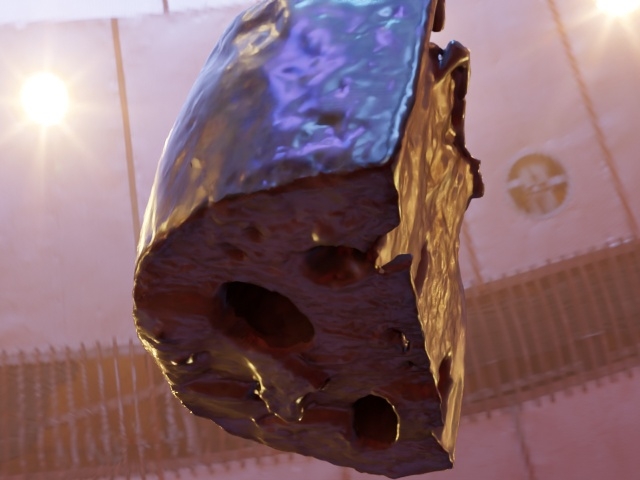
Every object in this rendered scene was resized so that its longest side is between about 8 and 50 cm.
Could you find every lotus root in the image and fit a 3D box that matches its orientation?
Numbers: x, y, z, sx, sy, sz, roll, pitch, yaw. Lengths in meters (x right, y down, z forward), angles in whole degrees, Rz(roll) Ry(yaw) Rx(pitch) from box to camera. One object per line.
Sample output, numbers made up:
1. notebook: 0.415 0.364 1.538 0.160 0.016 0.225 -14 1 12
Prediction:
1. lotus root: 0.000 0.000 0.615 0.138 0.235 0.119 1 -126 5
